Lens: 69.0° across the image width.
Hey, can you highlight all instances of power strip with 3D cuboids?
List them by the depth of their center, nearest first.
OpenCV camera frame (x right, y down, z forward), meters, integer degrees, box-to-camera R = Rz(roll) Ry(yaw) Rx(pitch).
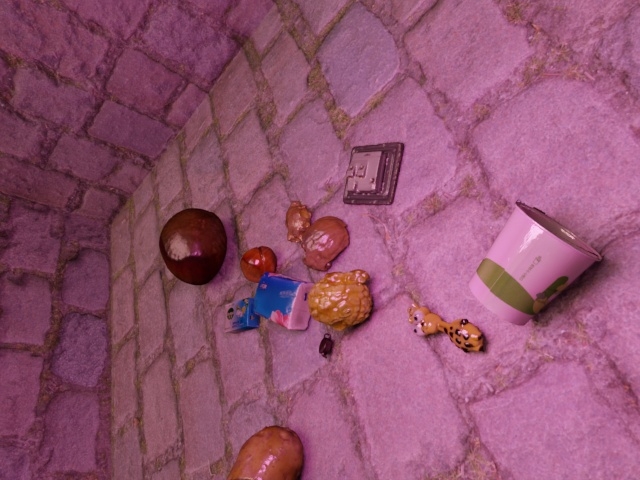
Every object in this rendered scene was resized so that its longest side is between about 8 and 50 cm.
[{"bbox_3d":[0.193,-0.273,1.864,0.257,0.092,0.251,4,75,44],"label":"power strip"}]

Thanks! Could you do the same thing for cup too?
[{"bbox_3d":[0.551,0.067,1.251,0.274,0.253,0.253,-58,43,23],"label":"cup"}]

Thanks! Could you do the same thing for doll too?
[{"bbox_3d":[0.382,0.272,1.460,0.291,0.086,0.117,15,116,50],"label":"doll"}]

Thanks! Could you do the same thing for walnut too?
[{"bbox_3d":[0.008,0.004,1.924,0.204,0.141,0.238,-4,75,41],"label":"walnut"}]

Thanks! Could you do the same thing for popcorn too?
[{"bbox_3d":[0.081,0.208,1.729,0.251,0.206,0.237,-55,28,0],"label":"popcorn"}]

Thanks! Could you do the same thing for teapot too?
[{"bbox_3d":[0.024,0.411,1.822,0.068,0.045,0.100,-47,24,54],"label":"teapot"}]

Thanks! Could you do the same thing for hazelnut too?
[{"bbox_3d":[-0.281,0.115,2.180,0.182,0.182,0.182,-19,62,41],"label":"hazelnut"},{"bbox_3d":[-0.680,0.040,2.500,0.421,0.352,0.421,25,120,52],"label":"hazelnut"}]

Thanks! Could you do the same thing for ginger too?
[{"bbox_3d":[-0.105,-0.077,2.099,0.157,0.102,0.216,-45,47,35],"label":"ginger"}]

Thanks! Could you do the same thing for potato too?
[{"bbox_3d":[-0.202,0.834,1.781,0.288,0.301,0.237,0,50,14],"label":"potato"}]

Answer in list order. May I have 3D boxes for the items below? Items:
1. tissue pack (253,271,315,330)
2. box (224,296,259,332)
[{"bbox_3d":[-0.159,0.252,2.005,0.269,0.137,0.209,12,83,49],"label":"tissue pack"},{"bbox_3d":[-0.379,0.363,2.246,0.194,0.073,0.139,-22,60,40],"label":"box"}]
